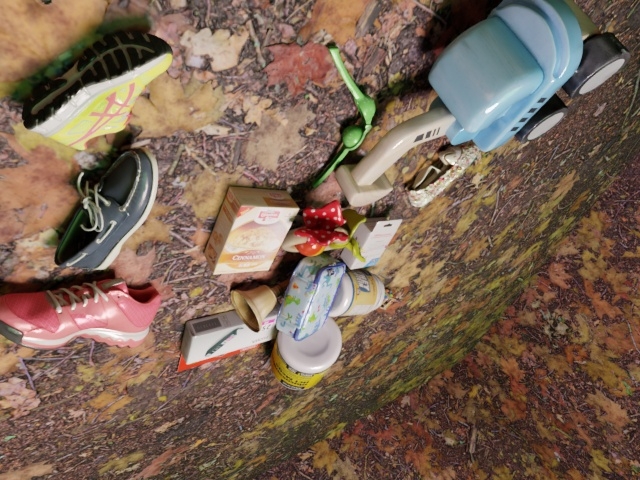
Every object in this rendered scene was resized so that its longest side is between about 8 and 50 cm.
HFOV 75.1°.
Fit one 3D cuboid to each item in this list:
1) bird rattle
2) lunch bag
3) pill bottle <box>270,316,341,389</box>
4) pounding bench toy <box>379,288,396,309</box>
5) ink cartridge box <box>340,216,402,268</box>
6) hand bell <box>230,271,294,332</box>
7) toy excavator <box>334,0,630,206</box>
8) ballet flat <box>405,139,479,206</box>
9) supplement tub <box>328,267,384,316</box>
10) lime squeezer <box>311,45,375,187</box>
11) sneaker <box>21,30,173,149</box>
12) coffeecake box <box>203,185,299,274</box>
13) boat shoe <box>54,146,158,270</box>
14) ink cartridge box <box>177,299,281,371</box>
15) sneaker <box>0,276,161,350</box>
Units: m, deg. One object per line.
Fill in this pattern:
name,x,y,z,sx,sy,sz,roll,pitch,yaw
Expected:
bird rattle,0.000,0.000,0.977,0.206,0.143,0.253,-15,174,30
lunch bag,-0.020,0.145,1.101,0.176,0.090,0.219,-5,118,-65
pill bottle,-0.058,0.359,1.310,0.187,0.188,0.334,-20,155,-23
pounding bench toy,0.233,0.212,1.542,0.065,0.052,0.083,-46,146,13
ink cartridge box,0.143,-0.006,1.185,0.104,0.062,0.181,-6,137,-38
hand bell,-0.105,0.124,1.111,0.242,0.126,0.126,-33,149,-31
toy excavator,0.266,-0.264,0.837,0.445,0.222,0.433,-21,163,-20
ballet flat,0.325,-0.189,1.118,0.241,0.091,0.077,-47,123,8
supplement tub,0.088,0.154,1.256,0.199,0.144,0.144,8,127,-47
lime squeezer,0.053,-0.229,0.838,0.109,0.059,0.310,-20,144,-25
sneaker,-0.283,-0.197,0.562,0.208,0.082,0.094,-31,154,2
coffeecake box,-0.150,-0.019,0.896,0.142,0.068,0.186,-1,132,-40
boat shoe,-0.348,-0.047,0.665,0.254,0.095,0.079,-43,158,26
ink cartridge box,-0.256,0.291,1.187,0.275,0.060,0.239,-9,136,-36
sneaker,-0.440,0.117,0.786,0.136,0.116,0.314,-54,151,7
